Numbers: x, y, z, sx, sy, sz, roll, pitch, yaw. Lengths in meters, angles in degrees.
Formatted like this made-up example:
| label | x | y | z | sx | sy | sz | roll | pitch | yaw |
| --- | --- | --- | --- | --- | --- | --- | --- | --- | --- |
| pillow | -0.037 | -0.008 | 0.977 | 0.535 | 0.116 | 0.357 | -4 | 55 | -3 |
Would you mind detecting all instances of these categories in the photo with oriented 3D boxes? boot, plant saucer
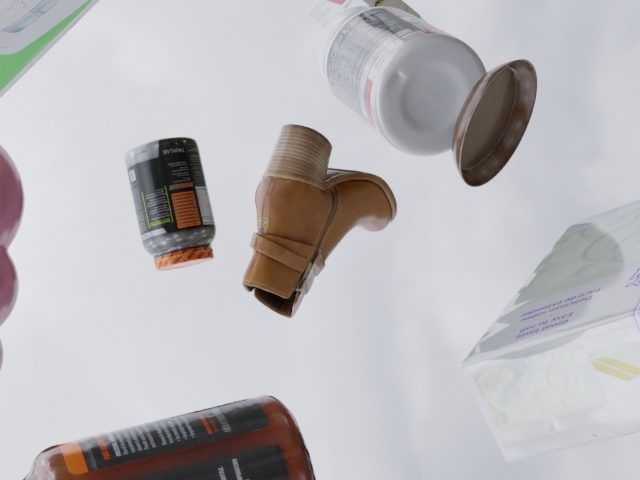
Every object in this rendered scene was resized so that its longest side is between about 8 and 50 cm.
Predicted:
| label | x | y | z | sx | sy | sz | roll | pitch | yaw |
| --- | --- | --- | --- | --- | --- | --- | --- | --- | --- |
| boot | 0.000 | 0.000 | 1.559 | 0.283 | 0.109 | 0.220 | 40 | -118 | -60 |
| plant saucer | 0.210 | -0.148 | 1.459 | 0.168 | 0.029 | 0.168 | -37 | -36 | -34 |

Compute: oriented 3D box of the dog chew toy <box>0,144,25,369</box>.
| label | x | y | z | sx | sy | sz | roll | pitch | yaw |
| --- | --- | --- | --- | --- | --- | --- | --- | --- | --- |
| dog chew toy | -0.447 | 0.035 | 1.394 | 0.206 | 0.206 | 0.332 | -2 | -94 | -51 |

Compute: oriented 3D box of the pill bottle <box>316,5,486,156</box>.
| label | x | y | z | sx | sy | sz | roll | pitch | yaw |
| --- | --- | --- | --- | --- | --- | --- | --- | --- | --- |
| pill bottle | 0.101 | -0.230 | 1.621 | 0.161 | 0.283 | 0.161 | -7 | -67 | -17 |

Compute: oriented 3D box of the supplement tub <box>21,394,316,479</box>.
| label | x | y | z | sx | sy | sz | roll | pitch | yaw |
| --- | --- | --- | --- | --- | --- | --- | --- | --- | --- |
| supplement tub | -0.107 | 0.164 | 0.723 | 0.197 | 0.106 | 0.106 | -10 | -91 | -19 |

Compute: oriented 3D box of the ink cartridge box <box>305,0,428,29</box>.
| label | x | y | z | sx | sy | sz | roll | pitch | yaw |
| --- | --- | --- | --- | --- | --- | --- | --- | --- | --- |
| ink cartridge box | 0.088 | -0.374 | 2.041 | 0.198 | 0.115 | 0.067 | 38 | -126 | -8 |

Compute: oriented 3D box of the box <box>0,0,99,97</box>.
| label | x | y | z | sx | sy | sz | roll | pitch | yaw |
| --- | --- | --- | --- | --- | --- | --- | --- | --- | --- |
| box | -0.278 | -0.221 | 0.830 | 0.126 | 0.262 | 0.231 | 19 | -142 | -55 |

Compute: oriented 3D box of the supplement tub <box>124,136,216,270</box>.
| label | x | y | z | sx | sy | sz | roll | pitch | yaw |
| --- | --- | --- | --- | --- | --- | --- | --- | --- | --- |
| supplement tub | -0.226 | -0.055 | 1.812 | 0.117 | 0.117 | 0.190 | -6 | -98 | -52 |

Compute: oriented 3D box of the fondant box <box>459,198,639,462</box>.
| label | x | y | z | sx | sy | sz | roll | pitch | yaw |
| --- | --- | --- | --- | --- | --- | --- | --- | --- | --- |
| fondant box | 0.288 | 0.043 | 0.992 | 0.096 | 0.238 | 0.330 | 63 | -146 | -9 |
